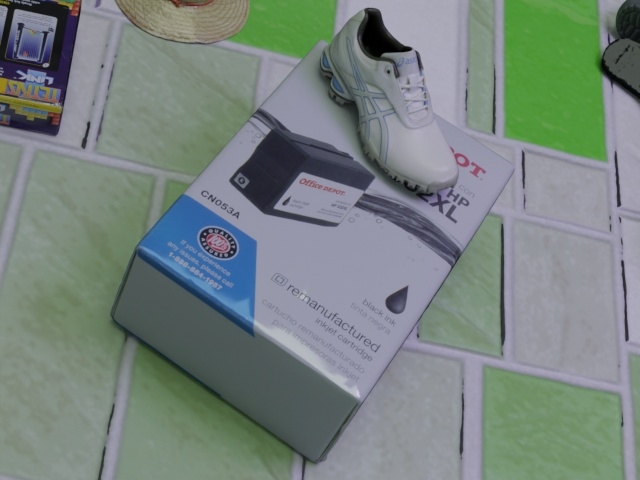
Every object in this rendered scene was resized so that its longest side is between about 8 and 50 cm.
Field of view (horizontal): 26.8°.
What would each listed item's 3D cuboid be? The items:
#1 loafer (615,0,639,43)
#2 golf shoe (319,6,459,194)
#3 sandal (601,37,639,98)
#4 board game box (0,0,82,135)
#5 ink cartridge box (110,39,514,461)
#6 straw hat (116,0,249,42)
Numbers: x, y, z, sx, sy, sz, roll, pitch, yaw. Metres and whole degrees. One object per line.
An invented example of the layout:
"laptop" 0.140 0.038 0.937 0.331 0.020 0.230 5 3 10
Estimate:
"loafer" 0.454 -0.209 1.502 0.251 0.094 0.087 38 58 8
"golf shoe" 0.065 -0.122 1.156 0.069 0.086 0.176 -24 69 -34
"sandal" 0.388 -0.164 1.471 0.179 0.040 0.067 36 76 10
"board game box" -0.316 -0.180 1.247 0.170 0.048 0.141 11 57 -12
"ink cartridge box" 0.000 0.000 1.184 0.223 0.129 0.307 34 53 5
"straw hat" -0.135 -0.270 1.361 0.144 0.061 0.144 9 56 -13
